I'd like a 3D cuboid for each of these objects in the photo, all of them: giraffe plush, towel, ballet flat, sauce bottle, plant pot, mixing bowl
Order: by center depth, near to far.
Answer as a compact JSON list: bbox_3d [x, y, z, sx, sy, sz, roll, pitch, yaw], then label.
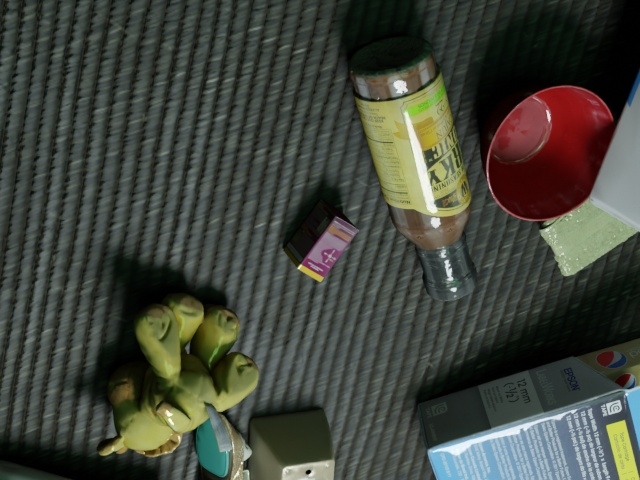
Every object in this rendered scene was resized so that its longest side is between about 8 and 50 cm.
[{"bbox_3d":[-0.191,0.189,1.576,0.181,0.210,0.170,18,140,-40],"label":"giraffe plush"},{"bbox_3d":[0.127,-0.081,1.586,0.111,0.111,0.344,-25,123,-9],"label":"sauce bottle"},{"bbox_3d":[0.272,-0.127,1.627,0.181,0.098,0.182,-9,119,-17],"label":"mixing bowl"},{"bbox_3d":[-0.125,0.305,1.710,0.067,0.073,0.206,-24,128,-42],"label":"ballet flat"},{"bbox_3d":[-0.032,0.303,1.718,0.109,0.096,0.109,-5,116,-20],"label":"plant pot"},{"bbox_3d":[0.376,-0.025,1.760,0.148,0.027,0.110,-36,123,-3],"label":"towel"}]

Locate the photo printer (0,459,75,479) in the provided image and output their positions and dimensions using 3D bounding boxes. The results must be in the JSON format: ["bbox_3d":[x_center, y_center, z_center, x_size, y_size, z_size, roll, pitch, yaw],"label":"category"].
[{"bbox_3d":[-0.348,0.422,1.614,0.307,0.107,0.256,19,98,-18],"label":"photo printer"}]

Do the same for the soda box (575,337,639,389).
[{"bbox_3d":[0.453,0.189,1.875,0.181,0.061,0.058,-15,120,-14],"label":"soda box"}]

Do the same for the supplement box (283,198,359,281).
[{"bbox_3d":[0.000,0.000,1.606,0.043,0.055,0.083,31,101,-32],"label":"supplement box"}]

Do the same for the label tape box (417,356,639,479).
[{"bbox_3d":[0.338,0.303,1.810,0.347,0.115,0.249,-19,120,3],"label":"label tape box"}]

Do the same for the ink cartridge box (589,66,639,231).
[{"bbox_3d":[0.571,-0.142,1.642,0.394,0.166,0.286,-1,117,-39],"label":"ink cartridge box"}]
